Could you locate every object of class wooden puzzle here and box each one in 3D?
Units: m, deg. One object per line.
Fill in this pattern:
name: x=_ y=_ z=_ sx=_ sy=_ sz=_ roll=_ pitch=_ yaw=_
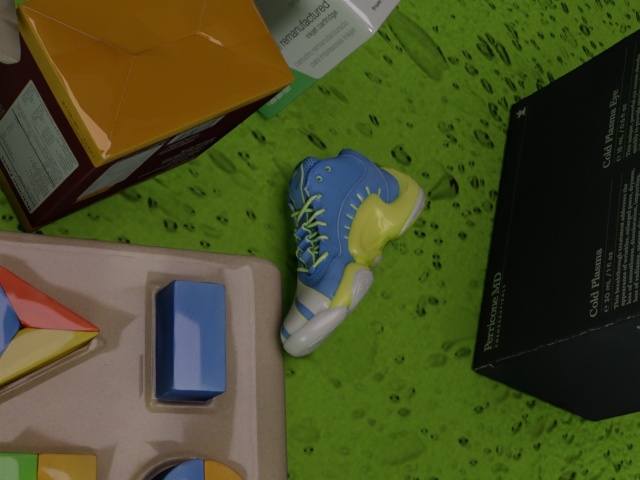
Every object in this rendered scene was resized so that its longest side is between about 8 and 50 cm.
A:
wooden puzzle: x=-0.166 y=0.148 z=0.902 sx=0.348 sy=0.080 sz=0.322 roll=8 pitch=69 yaw=-30

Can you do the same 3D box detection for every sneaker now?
sneaker: x=0.000 y=0.000 z=1.065 sx=0.126 sy=0.091 sz=0.240 roll=39 pitch=49 yaw=-1

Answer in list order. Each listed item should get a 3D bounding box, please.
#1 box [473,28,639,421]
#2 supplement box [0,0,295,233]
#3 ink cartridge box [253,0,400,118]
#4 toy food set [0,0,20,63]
box: x=0.338 y=-0.025 z=1.136 sx=0.179 sy=0.312 sz=0.343 roll=25 pitch=62 yaw=-23
supplement box: x=-0.165 y=-0.123 z=0.927 sx=0.191 sy=0.194 sz=0.129 roll=-28 pitch=90 yaw=-36
ink cartridge box: x=-0.079 y=-0.280 z=1.029 sx=0.289 sy=0.211 sz=0.121 roll=42 pitch=58 yaw=-11
toy food set: x=-0.378 y=-0.198 z=0.808 sx=0.306 sy=0.092 sz=0.220 roll=-12 pitch=77 yaw=4
